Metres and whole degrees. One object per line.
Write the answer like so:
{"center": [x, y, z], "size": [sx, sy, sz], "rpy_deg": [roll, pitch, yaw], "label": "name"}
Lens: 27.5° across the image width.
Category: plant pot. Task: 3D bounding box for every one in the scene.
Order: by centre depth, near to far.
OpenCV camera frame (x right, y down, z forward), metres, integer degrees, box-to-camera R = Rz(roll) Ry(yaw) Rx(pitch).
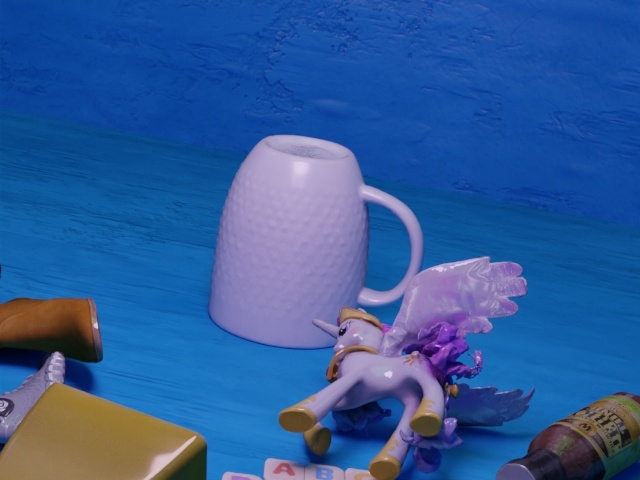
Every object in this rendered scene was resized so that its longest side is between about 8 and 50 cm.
{"center": [-0.264, 0.315, 1.443], "size": [0.212, 0.212, 0.187], "rpy_deg": [16, 30, 22], "label": "plant pot"}

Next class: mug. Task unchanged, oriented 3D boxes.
{"center": [0.000, 0.000, 2.327], "size": [0.374, 0.328, 0.276], "rpy_deg": [12, 18, 11], "label": "mug"}

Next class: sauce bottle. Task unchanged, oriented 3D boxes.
{"center": [0.373, 0.308, 1.891], "size": [0.111, 0.111, 0.344], "rpy_deg": [20, 22, 34], "label": "sauce bottle"}

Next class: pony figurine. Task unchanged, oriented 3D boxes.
{"center": [0.131, 0.196, 1.931], "size": [0.351, 0.302, 0.363], "rpy_deg": [0, 26, 13], "label": "pony figurine"}

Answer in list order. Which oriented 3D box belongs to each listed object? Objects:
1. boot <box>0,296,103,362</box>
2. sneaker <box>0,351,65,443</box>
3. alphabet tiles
{"center": [-0.459, 0.145, 2.022], "size": [0.211, 0.104, 0.295], "rpy_deg": [-7, 7, -21], "label": "boot"}
{"center": [-0.429, 0.219, 1.848], "size": [0.132, 0.086, 0.228], "rpy_deg": [2, 19, -11], "label": "sneaker"}
{"center": [0.007, 0.358, 1.713], "size": [0.284, 0.021, 0.278], "rpy_deg": [7, 17, -2], "label": "alphabet tiles"}
